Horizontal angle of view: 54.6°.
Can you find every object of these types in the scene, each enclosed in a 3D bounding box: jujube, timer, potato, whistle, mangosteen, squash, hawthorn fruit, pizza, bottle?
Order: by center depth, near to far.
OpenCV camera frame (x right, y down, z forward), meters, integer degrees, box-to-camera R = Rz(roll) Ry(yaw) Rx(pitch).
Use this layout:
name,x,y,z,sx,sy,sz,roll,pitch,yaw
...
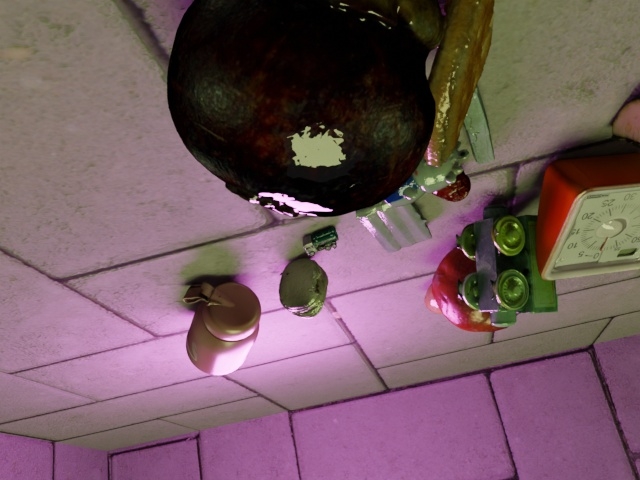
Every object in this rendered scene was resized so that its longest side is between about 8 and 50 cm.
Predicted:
name,x,y,z,sx,sy,sz,roll,pitch,yaw
mangosteen,-0.011,-0.180,0.714,0.331,0.329,0.330,-9,155,-4
pizza,0.183,-0.244,0.822,0.058,0.197,0.292,18,123,18
squash,0.675,-0.223,1.089,0.252,0.093,0.169,-8,-161,-4
whistle,0.149,-0.117,1.104,0.245,0.110,0.092,-16,146,31
jujube,0.243,-0.116,1.179,0.077,0.077,0.129,-27,155,31
timer,0.580,-0.039,1.271,0.258,0.161,0.249,-6,120,-10
bottle,-0.257,0.213,1.568,0.207,0.173,0.296,28,148,-2
hawthorn fruit,0.390,0.114,1.587,0.242,0.241,0.272,1,180,-23
potato,0.358,0.161,1.772,0.112,0.111,0.147,4,158,-29

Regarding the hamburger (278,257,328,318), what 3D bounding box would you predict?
name,x,y,z,sx,sy,sz,roll,pitch,yaw
hamburger,-0.043,0.111,1.467,0.133,0.139,0.063,12,176,44

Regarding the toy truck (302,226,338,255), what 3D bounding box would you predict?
name,x,y,z,sx,sy,sz,roll,pitch,yaw
toy truck,0.000,0.000,1.366,0.083,0.039,0.044,-20,137,16

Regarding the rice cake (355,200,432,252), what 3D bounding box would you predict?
name,x,y,z,sx,sy,sz,roll,pitch,yaw
rice cake,0.165,-0.038,1.344,0.127,0.043,0.237,-21,154,17

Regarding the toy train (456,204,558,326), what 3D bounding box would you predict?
name,x,y,z,sx,sy,sz,roll,pitch,yaw
toy train,0.419,0.055,1.380,0.189,0.271,0.159,2,173,-25

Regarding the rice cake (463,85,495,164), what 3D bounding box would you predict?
name,x,y,z,sx,sy,sz,roll,pitch,yaw
rice cake,0.257,-0.202,1.038,0.042,0.045,0.245,-16,155,17
